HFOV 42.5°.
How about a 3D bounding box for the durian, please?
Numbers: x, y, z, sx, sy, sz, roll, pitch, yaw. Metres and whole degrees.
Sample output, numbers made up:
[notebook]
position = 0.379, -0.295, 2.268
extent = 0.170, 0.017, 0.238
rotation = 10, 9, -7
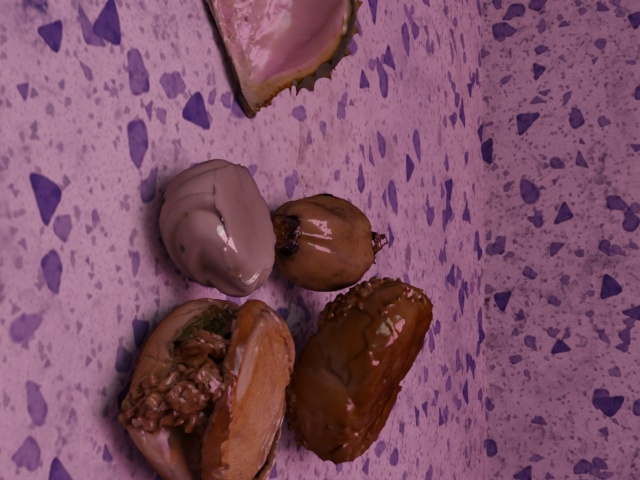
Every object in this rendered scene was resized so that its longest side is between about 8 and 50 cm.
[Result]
[durian]
position = -0.042, -0.341, 1.178
extent = 0.185, 0.196, 0.305
rotation = -46, 126, -65

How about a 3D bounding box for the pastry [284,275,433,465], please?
[pastry]
position = 0.051, 0.195, 1.312
extent = 0.310, 0.162, 0.255
rotation = -66, 161, 1

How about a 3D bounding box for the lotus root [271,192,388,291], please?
[lotus root]
position = 0.000, 0.000, 1.285
extent = 0.257, 0.140, 0.154
rotation = 15, 63, -57

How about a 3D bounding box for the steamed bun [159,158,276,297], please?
[steamed bun]
position = -0.133, -0.015, 1.039
extent = 0.183, 0.106, 0.182
rotation = -17, 90, -72

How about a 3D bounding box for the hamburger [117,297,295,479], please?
[hamburger]
position = -0.126, 0.191, 1.000
extent = 0.286, 0.146, 0.243
rotation = -20, 112, -70
